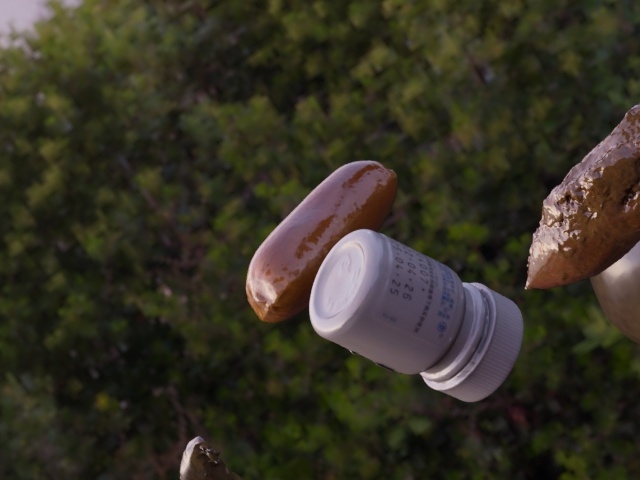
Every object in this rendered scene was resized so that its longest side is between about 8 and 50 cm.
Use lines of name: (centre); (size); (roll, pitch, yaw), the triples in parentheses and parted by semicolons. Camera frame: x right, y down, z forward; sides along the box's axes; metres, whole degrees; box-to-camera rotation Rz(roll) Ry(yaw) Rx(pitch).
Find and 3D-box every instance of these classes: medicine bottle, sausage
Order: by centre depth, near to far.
medicine bottle: (0.083, 0.066, 1.419); (0.105, 0.168, 0.105); (-43, 33, 36)
sausage: (0.000, 0.000, 1.732); (0.098, 0.098, 0.238); (-14, 27, 46)

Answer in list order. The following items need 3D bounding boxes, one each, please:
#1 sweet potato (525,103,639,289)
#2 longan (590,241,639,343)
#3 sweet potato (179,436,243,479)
sweet potato: (0.181, -0.043, 0.904); (0.206, 0.068, 0.060); (-50, 50, 16)
longan: (0.286, 0.007, 1.301); (0.167, 0.167, 0.187); (-24, -12, 27)
sweet potato: (-0.031, 0.366, 1.760); (0.130, 0.422, 0.130); (-34, 20, 14)
